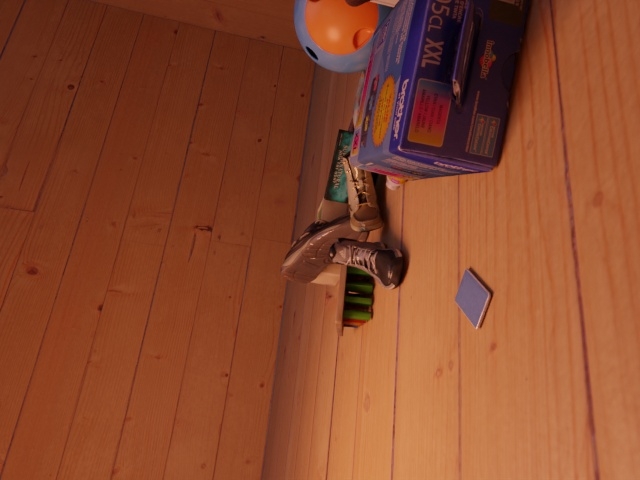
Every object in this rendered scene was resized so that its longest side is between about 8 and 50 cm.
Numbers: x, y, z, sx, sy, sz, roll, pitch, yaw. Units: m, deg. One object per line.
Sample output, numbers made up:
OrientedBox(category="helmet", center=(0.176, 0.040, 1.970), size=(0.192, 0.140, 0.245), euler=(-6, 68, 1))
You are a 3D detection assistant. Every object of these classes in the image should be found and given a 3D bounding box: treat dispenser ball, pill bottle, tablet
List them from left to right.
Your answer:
OrientedBox(category="treat dispenser ball", center=(0.073, -0.595, 1.317), size=(0.288, 0.288, 0.288), euler=(-170, 90, -81))
OrientedBox(category="pill bottle", center=(0.165, -0.144, 1.039), size=(0.083, 0.043, 0.043), euler=(110, 166, -51))
OrientedBox(category="tablet", center=(0.205, 0.077, 0.672), size=(0.083, 0.006, 0.054), euler=(-106, 28, -69))

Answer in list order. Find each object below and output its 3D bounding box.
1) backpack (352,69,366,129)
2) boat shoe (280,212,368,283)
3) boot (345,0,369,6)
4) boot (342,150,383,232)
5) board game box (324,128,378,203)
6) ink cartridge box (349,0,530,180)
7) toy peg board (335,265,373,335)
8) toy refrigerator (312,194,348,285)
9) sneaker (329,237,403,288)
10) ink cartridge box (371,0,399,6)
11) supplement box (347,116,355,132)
OrientedBox(category="backpack", center=(0.136, -0.322, 1.192), size=(0.152, 0.115, 0.182), euler=(122, 159, -74))
OrientedBox(category="boat shoe", center=(0.000, 0.000, 1.404), size=(0.355, 0.132, 0.130), euler=(-34, 41, 44))
OrientedBox(category="boot", center=(0.165, -0.473, 0.803), size=(0.090, 0.248, 0.207), euler=(57, 173, -22))
OrientedBox(category="boot", center=(0.097, -0.123, 1.187), size=(0.213, 0.077, 0.165), euler=(-91, -8, -66))
OrientedBox(category="board game box", center=(0.090, -0.185, 1.296), size=(0.026, 0.126, 0.186), euler=(-103, 24, -69))
OrientedBox(category="ink cartridge box", center=(0.174, -0.245, 0.777), size=(0.395, 0.151, 0.270), euler=(-153, 73, -79))
OrientedBox(category="toy peg board", center=(0.084, 0.141, 1.201), size=(0.160, 0.079, 0.161), euler=(80, -164, -68))
OrientedBox(category="toy refrigerator", center=(0.025, -0.001, 1.600), size=(0.102, 0.094, 0.269), euler=(119, 159, -63))
OrientedBox(category="sneaker", center=(0.086, 0.043, 1.048), size=(0.229, 0.132, 0.086), euler=(-139, 59, -80))
OrientedBox(category="ink cartridge box", center=(0.187, -0.609, 1.040), size=(0.218, 0.159, 0.092), euler=(109, 166, -48))
OrientedBox(category="supplement box", center=(0.107, -0.252, 1.399), size=(0.188, 0.081, 0.104), euler=(112, 165, -55))
